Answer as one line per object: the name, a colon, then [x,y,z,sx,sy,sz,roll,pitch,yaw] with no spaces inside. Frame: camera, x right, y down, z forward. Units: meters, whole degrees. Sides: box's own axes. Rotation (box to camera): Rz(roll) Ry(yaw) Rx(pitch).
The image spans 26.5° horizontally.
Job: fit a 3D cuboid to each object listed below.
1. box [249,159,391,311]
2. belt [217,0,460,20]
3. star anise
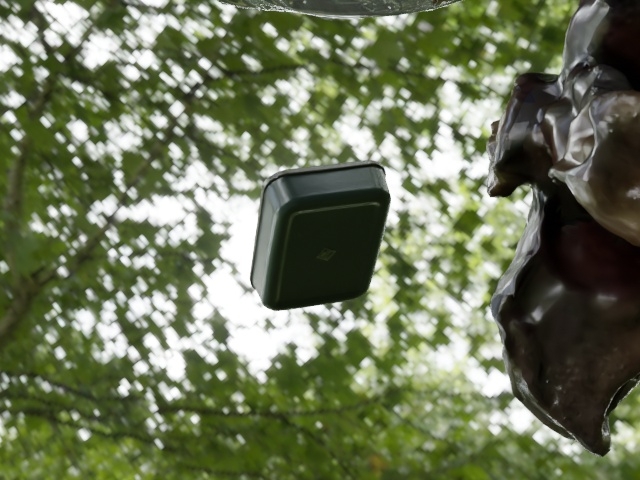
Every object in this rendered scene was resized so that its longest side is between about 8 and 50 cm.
box: [0.000,0.000,0.953,0.091,0.031,0.126,-7,-40,-17]
belt: [0.028,-0.227,0.723,0.217,0.338,0.122,31,-112,-26]
star anise: [0.114,-0.049,0.509,0.099,0.220,0.214,12,-59,9]
